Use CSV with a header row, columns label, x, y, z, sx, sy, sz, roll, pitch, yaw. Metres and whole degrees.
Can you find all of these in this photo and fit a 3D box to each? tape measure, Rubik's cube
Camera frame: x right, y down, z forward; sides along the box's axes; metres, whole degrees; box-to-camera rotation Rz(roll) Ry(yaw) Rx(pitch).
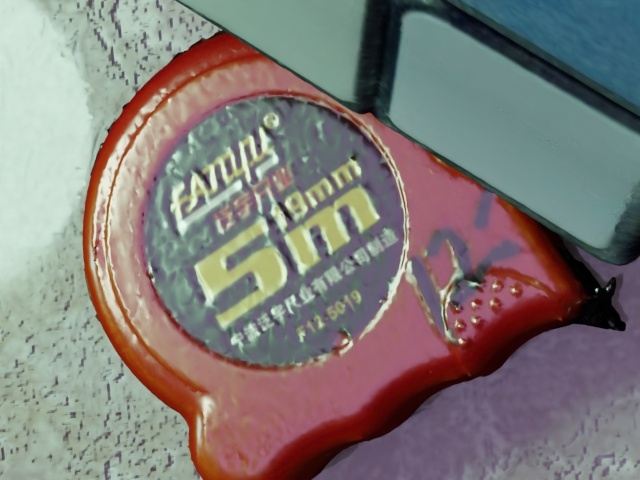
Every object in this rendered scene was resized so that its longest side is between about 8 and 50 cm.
label,x,y,z,sx,sy,sz,roll,pitch,yaw
tape measure,-0.001,0.000,0.854,0.253,0.114,0.260,-33,79,10
Rubik's cube,0.115,-0.229,0.685,0.313,0.316,0.318,33,70,10
